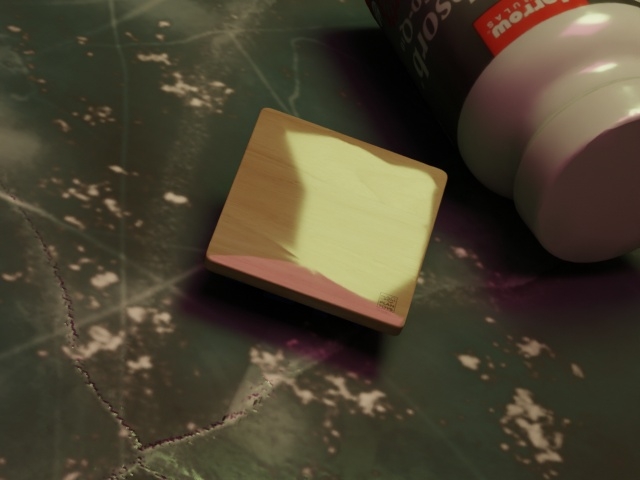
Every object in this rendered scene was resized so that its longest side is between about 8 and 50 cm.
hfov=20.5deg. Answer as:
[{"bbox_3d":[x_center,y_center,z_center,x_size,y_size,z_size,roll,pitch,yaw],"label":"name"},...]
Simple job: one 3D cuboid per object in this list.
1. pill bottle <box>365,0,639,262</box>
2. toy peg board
[{"bbox_3d":[0.191,-0.166,1.573,0.210,0.210,0.363,-3,44,-27],"label":"pill bottle"},{"bbox_3d":[0.000,0.000,1.416,0.161,0.079,0.161,19,54,-1],"label":"toy peg board"}]
